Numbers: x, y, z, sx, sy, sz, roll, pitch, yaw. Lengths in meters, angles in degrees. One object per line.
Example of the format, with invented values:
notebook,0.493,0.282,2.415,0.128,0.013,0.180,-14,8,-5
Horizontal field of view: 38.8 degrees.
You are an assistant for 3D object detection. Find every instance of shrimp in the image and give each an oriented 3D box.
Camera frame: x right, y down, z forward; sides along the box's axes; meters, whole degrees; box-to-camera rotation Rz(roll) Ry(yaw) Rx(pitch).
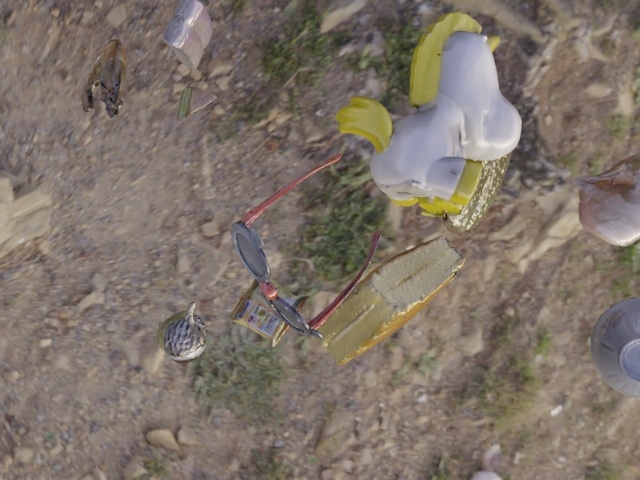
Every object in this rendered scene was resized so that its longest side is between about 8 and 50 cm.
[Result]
shrimp,-0.432,-0.305,1.817,0.052,0.251,0.143,29,119,-30

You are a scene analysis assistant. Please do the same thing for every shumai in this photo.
shumai,0.202,-0.117,1.376,0.201,0.120,0.201,-40,142,-40

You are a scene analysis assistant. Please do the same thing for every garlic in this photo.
garlic,0.439,-0.064,1.306,0.174,0.124,0.099,-47,121,-13

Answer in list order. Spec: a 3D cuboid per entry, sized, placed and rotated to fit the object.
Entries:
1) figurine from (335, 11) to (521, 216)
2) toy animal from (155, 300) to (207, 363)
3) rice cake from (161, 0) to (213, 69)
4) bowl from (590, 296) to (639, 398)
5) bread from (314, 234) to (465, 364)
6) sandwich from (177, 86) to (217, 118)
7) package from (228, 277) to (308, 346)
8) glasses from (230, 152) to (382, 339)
figurine,0.107,-0.106,0.758,0.178,0.109,0.129,-47,108,-18
toy animal,-0.254,0.178,1.734,0.098,0.137,0.098,21,48,-25
rice cake,-0.267,-0.424,1.857,0.050,0.298,0.106,27,92,-3
bowl,0.558,0.196,1.568,0.189,0.086,0.189,3,99,21
bread,0.138,0.111,1.766,0.246,0.239,0.111,-28,77,-42
sandwich,-0.226,-0.254,1.625,0.083,0.031,0.044,-40,118,-40
package,-0.093,0.119,1.608,0.121,0.031,0.108,28,79,27
glasses,0.000,0.000,1.467,0.268,0.118,0.234,-42,116,-23
